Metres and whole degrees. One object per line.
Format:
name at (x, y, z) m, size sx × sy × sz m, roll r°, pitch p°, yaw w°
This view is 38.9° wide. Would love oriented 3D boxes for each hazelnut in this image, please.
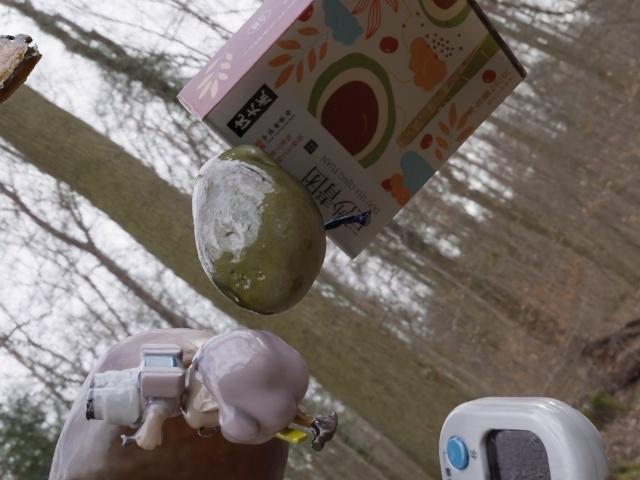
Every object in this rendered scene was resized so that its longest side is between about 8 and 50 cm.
hazelnut at (-0.250, 0.330, 1.414) m, size 0.409 × 0.359 × 0.359 m, roll -61°, pitch -20°, yaw 11°

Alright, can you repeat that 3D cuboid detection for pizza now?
pizza at (-0.494, -0.244, 1.270) m, size 0.185 × 0.195 × 0.052 m, roll -41°, pitch -28°, yaw -11°

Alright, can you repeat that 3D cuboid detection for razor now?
razor at (-0.002, -0.004, 1.241) m, size 0.155 × 0.028 × 0.044 m, roll -28°, pitch -18°, yaw -9°

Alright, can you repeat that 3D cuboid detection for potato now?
potato at (-0.081, -0.015, 1.117) m, size 0.160 × 0.235 × 0.178 m, roll 6°, pitch -44°, yaw -44°

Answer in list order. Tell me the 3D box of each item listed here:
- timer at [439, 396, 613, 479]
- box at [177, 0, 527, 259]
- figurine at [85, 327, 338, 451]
timer at (0.247, 0.315, 1.065) m, size 0.087 × 0.237 × 0.262 m, roll -6°, pitch -94°, yaw -35°
box at (0.056, -0.223, 1.295) m, size 0.385 × 0.122 × 0.344 m, roll -47°, pitch -54°, yaw 2°
figurine at (-0.098, 0.136, 0.835) m, size 0.137 × 0.229 × 0.112 m, roll -128°, pitch 38°, yaw -74°
